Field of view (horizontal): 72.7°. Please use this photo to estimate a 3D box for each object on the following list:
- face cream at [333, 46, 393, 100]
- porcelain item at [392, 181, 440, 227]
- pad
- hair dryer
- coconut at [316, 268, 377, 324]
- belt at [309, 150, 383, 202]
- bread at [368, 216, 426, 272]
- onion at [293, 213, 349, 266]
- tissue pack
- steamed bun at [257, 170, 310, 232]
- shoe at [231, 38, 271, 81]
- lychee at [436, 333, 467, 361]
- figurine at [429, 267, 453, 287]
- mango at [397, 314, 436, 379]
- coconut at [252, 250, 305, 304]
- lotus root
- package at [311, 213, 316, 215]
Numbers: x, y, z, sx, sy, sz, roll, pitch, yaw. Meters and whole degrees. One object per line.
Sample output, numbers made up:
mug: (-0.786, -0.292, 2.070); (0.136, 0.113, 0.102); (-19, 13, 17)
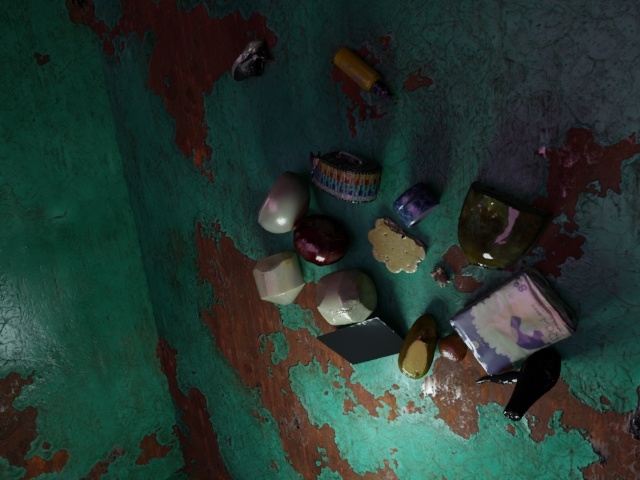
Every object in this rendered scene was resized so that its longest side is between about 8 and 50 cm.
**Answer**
face cream: (0.166, -0.610, 1.616); (0.273, 0.078, 0.078); (47, 127, 16)
porcelain item: (0.345, -0.130, 1.582); (0.114, 0.147, 0.147); (53, 128, 12)
pad: (0.187, 0.447, 1.897); (0.248, 0.007, 0.368); (42, 133, -21)
hair dryer: (0.645, 0.508, 1.510); (0.120, 0.304, 0.359); (49, 151, 2)
coconut: (0.094, 0.240, 1.836); (0.248, 0.245, 0.244); (-18, 93, 34)
belt: (0.105, -0.266, 1.695); (0.295, 0.207, 0.160); (35, 128, 42)
bread: (0.297, 0.030, 1.742); (0.251, 0.039, 0.181); (39, 125, 22)
onion: (0.000, 0.000, 1.833); (0.246, 0.246, 0.190); (52, 136, 13)
tissue pack: (0.650, 0.276, 1.483); (0.343, 0.125, 0.242); (-46, 71, 37)
steamed bun: (-0.141, -0.151, 1.886); (0.177, 0.283, 0.282); (30, 124, -1)
shoe: (-0.305, -0.777, 1.925); (0.112, 0.099, 0.227); (50, 127, 5)
lychee: (0.495, 0.405, 1.665); (0.140, 0.101, 0.114); (44, 112, 36)
figurine: (0.460, 0.136, 1.650); (0.050, 0.047, 0.083); (-50, 64, 21)
mango: (0.390, 0.423, 1.721); (0.130, 0.167, 0.261); (17, 109, 7)
coconut: (-0.190, 0.184, 2.047); (0.239, 0.239, 0.244); (-17, 88, 40)
lotus root: (0.566, -0.024, 1.449); (0.267, 0.149, 0.260); (33, 121, 29)
package: (-0.046, -0.050, 1.978); (0.071, 0.047, 0.131); (46, 128, 21)
